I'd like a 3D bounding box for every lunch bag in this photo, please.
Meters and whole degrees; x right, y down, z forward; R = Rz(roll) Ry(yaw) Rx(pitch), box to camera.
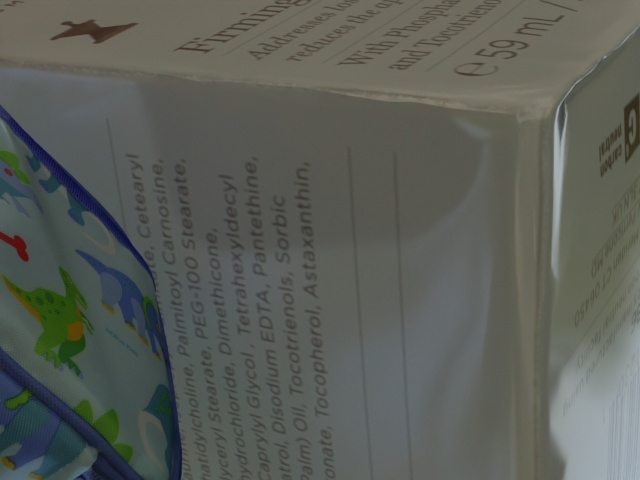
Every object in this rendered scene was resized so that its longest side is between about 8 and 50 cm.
[{"bbox_3d":[-0.141,-0.001,0.354,0.219,0.090,0.176,50,-171,-30],"label":"lunch bag"}]

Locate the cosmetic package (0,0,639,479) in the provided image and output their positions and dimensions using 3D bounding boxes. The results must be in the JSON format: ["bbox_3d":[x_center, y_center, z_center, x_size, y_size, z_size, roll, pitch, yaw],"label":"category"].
[{"bbox_3d":[0.000,0.000,0.649,0.393,0.327,0.329,10,-150,28],"label":"cosmetic package"}]
